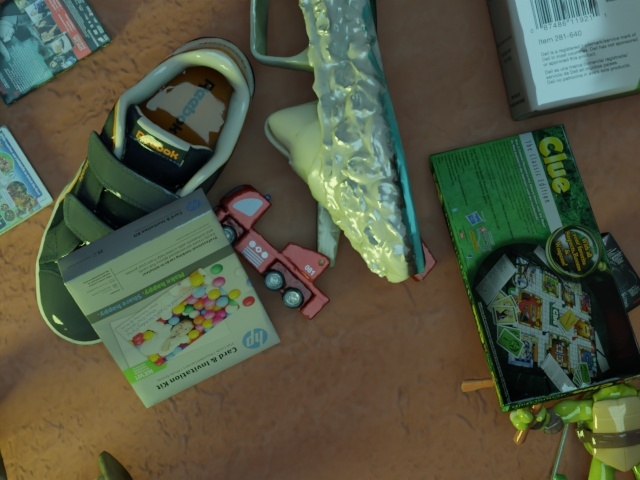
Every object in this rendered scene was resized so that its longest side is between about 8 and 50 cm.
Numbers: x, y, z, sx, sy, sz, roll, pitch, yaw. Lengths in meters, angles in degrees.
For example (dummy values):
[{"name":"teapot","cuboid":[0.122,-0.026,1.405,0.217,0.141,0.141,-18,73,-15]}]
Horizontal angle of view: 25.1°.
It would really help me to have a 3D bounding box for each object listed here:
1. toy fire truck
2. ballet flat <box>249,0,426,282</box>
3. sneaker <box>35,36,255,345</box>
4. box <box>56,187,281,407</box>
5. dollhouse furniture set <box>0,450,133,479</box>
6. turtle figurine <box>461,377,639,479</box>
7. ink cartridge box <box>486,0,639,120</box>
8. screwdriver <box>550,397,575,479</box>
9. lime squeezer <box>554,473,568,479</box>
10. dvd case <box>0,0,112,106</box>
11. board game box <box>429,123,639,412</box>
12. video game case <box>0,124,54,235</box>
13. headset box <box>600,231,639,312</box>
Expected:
[{"name":"toy fire truck","cuboid":[0.000,0.000,1.364,0.192,0.047,0.135,43,88,-1]},{"name":"ballet flat","cuboid":[0.007,-0.152,1.317,0.147,0.147,0.409,-7,78,-3]},{"name":"sneaker","cuboid":[-0.168,-0.048,1.319,0.126,0.127,0.321,28,90,-4]},{"name":"box","cuboid":[-0.134,0.056,1.308,0.145,0.038,0.186,-26,134,-3]},{"name":"dollhouse furniture set","cuboid":[-0.275,0.271,1.331,0.212,0.161,0.242,-44,114,-2]},{"name":"turtle figurine","cuboid":[0.270,0.193,1.357,0.269,0.087,0.217,-6,95,-5]},{"name":"ink cartridge box","cuboid":[0.255,-0.271,1.339,0.201,0.117,0.278,-12,91,-3]},{"name":"screwdriver","cuboid":[0.227,0.236,1.389,0.025,0.024,0.170,19,87,27]},{"name":"lime squeezer","cuboid":[0.156,0.355,1.360,0.110,0.059,0.310,45,105,6]},{"name":"dvd case","cuboid":[-0.271,-0.195,1.368,0.119,0.013,0.087,-33,92,-3]},{"name":"board game box","cuboid":[0.198,0.022,1.331,0.136,0.030,0.260,-13,66,0]},{"name":"video game case","cuboid":[-0.328,-0.041,1.367,0.122,0.011,0.087,-32,91,-2]},{"name":"headset box","cuboid":[0.268,0.036,1.384,0.062,0.032,0.083,-34,91,-3]}]
